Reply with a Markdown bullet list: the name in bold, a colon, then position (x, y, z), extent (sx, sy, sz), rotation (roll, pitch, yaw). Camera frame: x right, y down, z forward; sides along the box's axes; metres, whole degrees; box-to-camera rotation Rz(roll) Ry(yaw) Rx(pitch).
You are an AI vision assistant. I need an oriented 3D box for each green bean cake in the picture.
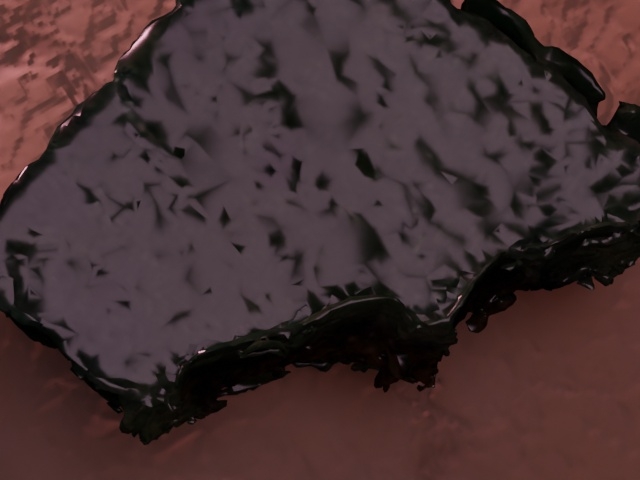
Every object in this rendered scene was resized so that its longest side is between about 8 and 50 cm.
- **green bean cake**: position (0.000, 0.000, 0.697), extent (0.193, 0.107, 0.208), rotation (41, 74, -1)
